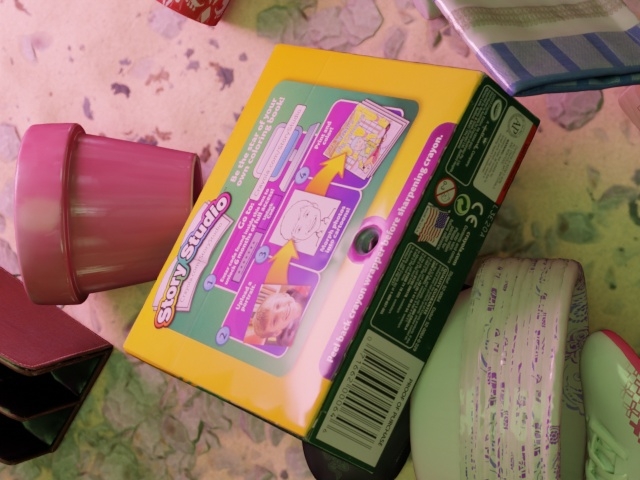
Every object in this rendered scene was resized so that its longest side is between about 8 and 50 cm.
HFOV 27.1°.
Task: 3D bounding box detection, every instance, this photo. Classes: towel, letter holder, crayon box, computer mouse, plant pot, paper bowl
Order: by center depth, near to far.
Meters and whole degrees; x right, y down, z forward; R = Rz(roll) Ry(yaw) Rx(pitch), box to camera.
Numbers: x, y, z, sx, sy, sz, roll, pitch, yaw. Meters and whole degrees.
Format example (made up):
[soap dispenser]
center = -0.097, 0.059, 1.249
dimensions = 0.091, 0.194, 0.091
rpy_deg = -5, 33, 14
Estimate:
[towel]
center = 0.187, -0.247, 1.267
dimensions = 0.285, 0.209, 0.034
rpy_deg = 59, 143, 30
[paper bowl]
center = 0.173, 0.157, 1.275
dimensions = 0.148, 0.284, 0.284
rpy_deg = 1, 92, 15
[crayon box]
center = 0.000, 0.000, 1.290
dimensions = 0.313, 0.106, 0.363
rpy_deg = 17, 78, 51
[computer mouse]
center = 0.055, 0.153, 1.421
dimensions = 0.188, 0.072, 0.272
rpy_deg = 23, 98, 14
[plant pot]
center = -0.222, -0.029, 1.445
dimensions = 0.180, 0.201, 0.201
rpy_deg = -1, 92, 0
[letter holder]
center = -0.426, 0.110, 1.487
dimensions = 0.302, 0.214, 0.152
rpy_deg = 33, 100, 13

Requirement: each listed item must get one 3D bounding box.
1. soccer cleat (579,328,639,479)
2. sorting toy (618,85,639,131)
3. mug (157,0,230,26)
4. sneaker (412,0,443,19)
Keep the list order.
[soccer cleat]
center = 0.299, 0.242, 1.266
dimensions = 0.143, 0.116, 0.331
rpy_deg = -31, 113, -5
[sorting toy]
center = 0.454, -0.116, 1.231
dimensions = 0.257, 0.089, 0.255
rpy_deg = 53, 139, 9
[mug]
center = -0.120, -0.334, 1.455
dimensions = 0.113, 0.150, 0.169
rpy_deg = 22, 105, -22
[sneaker]
center = 0.102, -0.343, 1.385
dimensions = 0.094, 0.080, 0.212
rpy_deg = -29, 104, -1
